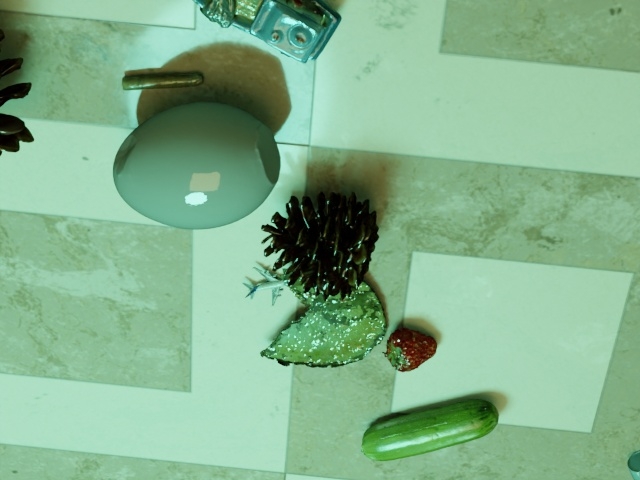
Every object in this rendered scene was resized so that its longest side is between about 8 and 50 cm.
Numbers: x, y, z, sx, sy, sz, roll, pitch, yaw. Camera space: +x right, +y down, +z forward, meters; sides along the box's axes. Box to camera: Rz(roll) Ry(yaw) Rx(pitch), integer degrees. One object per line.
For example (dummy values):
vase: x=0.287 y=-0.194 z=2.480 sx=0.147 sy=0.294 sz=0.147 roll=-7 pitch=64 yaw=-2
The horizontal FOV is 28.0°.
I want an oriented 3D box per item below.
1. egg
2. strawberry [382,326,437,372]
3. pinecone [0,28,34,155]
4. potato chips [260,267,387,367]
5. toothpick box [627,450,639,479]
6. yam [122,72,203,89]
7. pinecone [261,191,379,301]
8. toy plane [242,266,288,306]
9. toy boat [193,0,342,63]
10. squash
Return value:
egg: x=-0.174 y=-0.102 z=1.768 sx=0.231 sy=0.176 sz=0.176 roll=-2 pitch=126 yaw=16
strawberry: x=0.142 y=0.168 z=2.008 sx=0.083 sy=0.073 sz=0.073 roll=-16 pitch=132 yaw=-29
pinecone: x=-0.512 y=-0.205 z=1.691 sx=0.264 sy=0.264 sz=0.264 roll=3 pitch=126 yaw=3
potato chips: x=0.002 y=0.120 z=1.990 sx=0.202 sy=0.029 sz=0.220 roll=-3 pitch=132 yaw=0
toothpick box: x=0.546 y=0.394 z=2.132 sx=0.052 sy=0.052 sz=0.083 roll=-21 pitch=120 yaw=19
yam: x=-0.219 y=-0.221 z=1.782 sx=0.116 sy=0.021 sz=0.021 roll=-2 pitch=125 yaw=8
pinecone: x=-0.004 y=0.003 z=1.842 sx=0.165 sy=0.163 sz=0.163 roll=12 pitch=126 yaw=10
toy plane: x=-0.077 y=0.069 z=1.974 sx=0.084 sy=0.024 sz=0.078 roll=-19 pitch=121 yaw=10
toy boat: x=-0.092 y=-0.308 z=1.661 sx=0.238 sy=0.098 sz=0.109 roll=27 pitch=120 yaw=-13
squash: x=0.177 y=0.311 z=2.099 sx=0.238 sy=0.069 sz=0.069 roll=-16 pitch=123 yaw=16
